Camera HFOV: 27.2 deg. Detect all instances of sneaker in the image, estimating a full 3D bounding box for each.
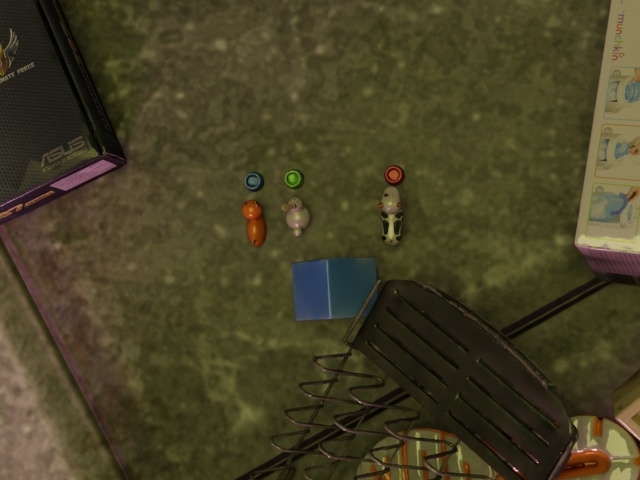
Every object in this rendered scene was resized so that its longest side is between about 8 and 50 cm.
[{"bbox_3d":[0.126,0.167,0.923,0.214,0.083,0.084,-10,82,27],"label":"sneaker"}]

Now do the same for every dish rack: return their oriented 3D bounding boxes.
[{"bbox_3d":[0.039,0.169,0.884,0.208,0.074,0.272,39,109,34],"label":"dish rack"}]

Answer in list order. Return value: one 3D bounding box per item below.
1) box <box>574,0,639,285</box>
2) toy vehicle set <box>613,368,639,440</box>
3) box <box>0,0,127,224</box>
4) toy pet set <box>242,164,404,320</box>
[{"bbox_3d":[0.240,-0.076,0.877,0.103,0.114,0.203,7,79,20],"label":"box"},{"bbox_3d":[0.340,0.140,0.845,0.267,0.035,0.166,42,114,-7],"label":"toy vehicle set"},{"bbox_3d":[-0.289,-0.094,1.012,0.232,0.059,0.183,-24,82,7],"label":"box"},{"bbox_3d":[0.000,0.000,0.956,0.122,0.065,0.114,-4,86,10],"label":"toy pet set"}]
